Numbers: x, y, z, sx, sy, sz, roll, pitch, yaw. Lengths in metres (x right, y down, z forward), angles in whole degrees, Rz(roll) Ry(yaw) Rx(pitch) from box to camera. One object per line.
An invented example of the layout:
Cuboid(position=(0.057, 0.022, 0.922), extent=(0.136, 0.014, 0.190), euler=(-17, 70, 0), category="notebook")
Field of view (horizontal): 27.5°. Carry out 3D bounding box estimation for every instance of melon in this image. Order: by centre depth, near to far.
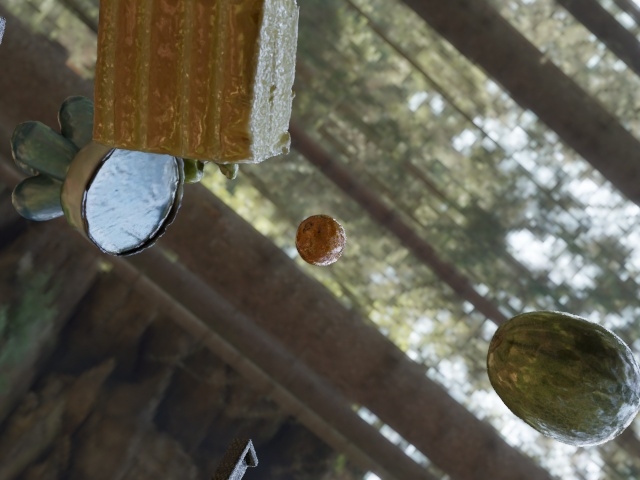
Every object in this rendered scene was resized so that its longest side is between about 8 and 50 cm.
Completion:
Cuboid(position=(0.478, 0.265, 2.567), extent=(0.248, 0.329, 0.248), euler=(-51, -159, 29), category="melon")

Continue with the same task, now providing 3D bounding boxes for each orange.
Cuboid(position=(0.000, 0.000, 2.036), extent=(0.083, 0.083, 0.083), euler=(-48, -169, 12), category="orange")

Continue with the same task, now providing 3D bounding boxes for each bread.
Cuboid(position=(-0.146, -0.225, 1.562), extent=(0.111, 0.239, 0.246), euler=(-19, 115, -61), category="bread")

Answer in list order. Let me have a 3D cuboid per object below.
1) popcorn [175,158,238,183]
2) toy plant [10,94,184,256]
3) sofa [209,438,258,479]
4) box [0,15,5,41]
Cuboid(position=(-0.203, -0.249, 2.506), extent=(0.250, 0.242, 0.235), euler=(-20, -152, -15), category="popcorn")
Cuboid(position=(-0.439, -0.130, 2.374), extent=(0.332, 0.247, 0.247), euler=(26, -110, 34), category="toy plant")
Cuboid(position=(-0.152, 0.409, 2.315), extent=(0.039, 0.060, 0.118), euler=(-1, -150, 22), category="sofa")
Cuboid(position=(-0.743, -0.296, 2.432), extent=(0.264, 0.116, 0.415), euler=(48, 50, -61), category="box")
